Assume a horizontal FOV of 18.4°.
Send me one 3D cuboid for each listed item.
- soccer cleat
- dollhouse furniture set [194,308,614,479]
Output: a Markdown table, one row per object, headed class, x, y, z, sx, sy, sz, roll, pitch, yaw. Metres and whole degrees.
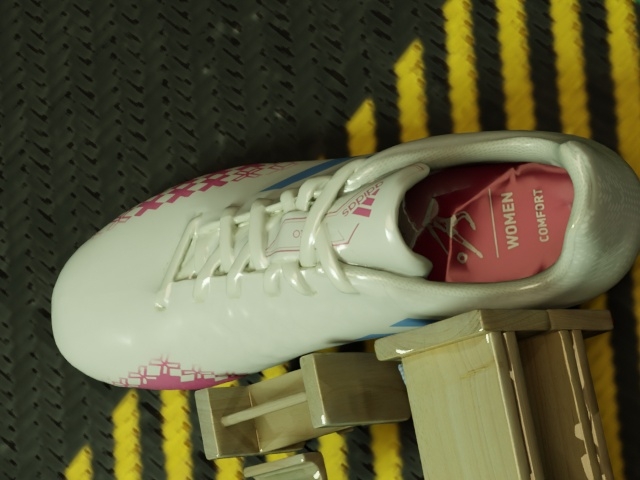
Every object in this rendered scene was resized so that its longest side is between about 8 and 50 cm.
| class | x | y | z | sx | sy | sz | roll | pitch | yaw |
| --- | --- | --- | --- | --- | --- | --- | --- | --- | --- |
| soccer cleat | 0.000 | 0.000 | 1.015 | 0.331 | 0.143 | 0.116 | -12 | 79 | 13 |
| dollhouse furniture set | 0.055 | 0.117 | 1.010 | 0.184 | 0.129 | 0.129 | -19 | 77 | 37 |
